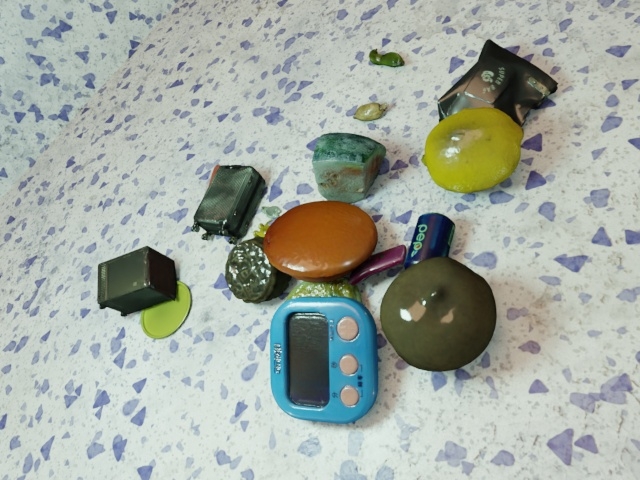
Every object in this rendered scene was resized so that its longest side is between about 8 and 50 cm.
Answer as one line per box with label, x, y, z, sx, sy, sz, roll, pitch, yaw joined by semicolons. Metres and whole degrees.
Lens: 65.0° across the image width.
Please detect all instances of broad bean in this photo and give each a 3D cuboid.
broad bean;0.266;-0.727;2.011;0.070;0.048;0.213;-47;48;-4

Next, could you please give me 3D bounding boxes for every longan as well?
longan;0.302;0.188;1.289;0.297;0.297;0.298;-14;56;21

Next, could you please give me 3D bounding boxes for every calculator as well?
calculator;0.174;0.069;1.536;0.190;0.034;0.127;-27;12;20

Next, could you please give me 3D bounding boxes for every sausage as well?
sausage;-0.461;-0.221;2.109;0.034;0.034;0.254;-1;62;28

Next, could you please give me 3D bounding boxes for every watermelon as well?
watermelon;0.086;-0.237;1.719;0.228;0.387;0.259;14;110;10

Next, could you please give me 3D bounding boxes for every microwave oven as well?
microwave oven;-0.681;0.159;1.881;0.247;0.188;0.178;-18;60;14

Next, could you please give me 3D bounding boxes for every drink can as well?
drink can;0.321;0.025;1.480;0.118;0.118;0.205;7;64;31

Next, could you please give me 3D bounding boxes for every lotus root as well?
lotus root;0.190;-0.489;1.900;0.151;0.063;0.072;-11;47;27

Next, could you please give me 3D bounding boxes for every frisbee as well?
frisbee;-0.583;0.259;1.893;0.235;0.017;0.236;-13;56;21

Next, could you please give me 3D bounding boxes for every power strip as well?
power strip;-0.190;-0.112;1.895;0.083;0.035;0.055;16;71;32

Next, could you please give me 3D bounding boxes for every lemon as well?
lemon;0.454;-0.267;1.501;0.283;0.260;0.261;-26;52;7

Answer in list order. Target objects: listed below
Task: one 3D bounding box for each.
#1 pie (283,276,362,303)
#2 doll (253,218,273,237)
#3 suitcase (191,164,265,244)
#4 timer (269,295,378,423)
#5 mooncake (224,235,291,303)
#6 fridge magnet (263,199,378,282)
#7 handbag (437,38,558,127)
pie;0.006;0.231;1.557;0.276;0.078;0.277;-15;57;24
doll;-0.152;-0.022;1.787;0.145;0.096;0.188;-38;41;-4
suitcase;-0.353;-0.143;1.940;0.202;0.128;0.312;6;65;31
timer;0.009;0.326;1.405;0.308;0.115;0.341;-3;86;22
mooncake;-0.216;0.099;1.678;0.228;0.124;0.229;2;95;26
fridge magnet;0.000;0.000;1.581;0.363;0.155;0.364;-4;37;3
handbag;0.574;-0.468;1.635;0.288;0.152;0.342;35;83;27
